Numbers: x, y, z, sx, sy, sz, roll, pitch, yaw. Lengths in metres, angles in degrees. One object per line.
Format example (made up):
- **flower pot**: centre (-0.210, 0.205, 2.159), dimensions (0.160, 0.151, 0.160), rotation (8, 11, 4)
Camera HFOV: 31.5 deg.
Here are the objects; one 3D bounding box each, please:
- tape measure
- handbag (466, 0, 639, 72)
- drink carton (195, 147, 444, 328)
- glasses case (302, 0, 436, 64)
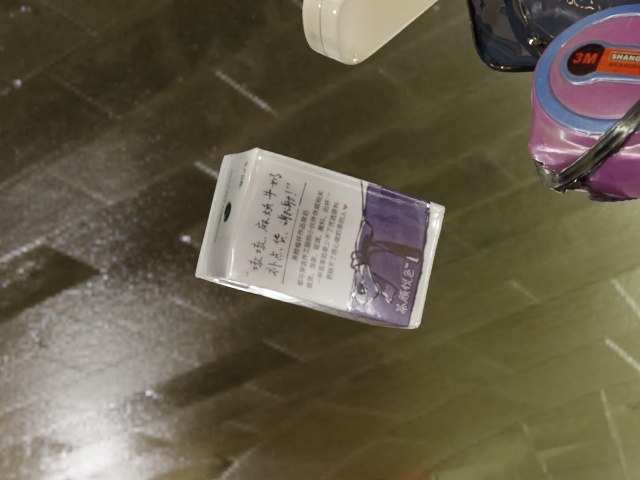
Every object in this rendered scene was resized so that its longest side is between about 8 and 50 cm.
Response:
- **tape measure**: centre (0.183, -0.076, 0.670), dimensions (0.118, 0.125, 0.074), rotation (11, 152, 34)
- **handbag**: centre (0.252, -0.327, 1.117), dimensions (0.269, 0.326, 0.118), rotation (-4, 172, -25)
- **drink carton**: centre (-0.001, 0.001, 1.150), dimensions (0.222, 0.134, 0.102), rotation (16, 174, -25)
- **glasses case**: centre (0.062, -0.222, 0.948), dimensions (0.196, 0.050, 0.083), rotation (-42, 148, -31)
